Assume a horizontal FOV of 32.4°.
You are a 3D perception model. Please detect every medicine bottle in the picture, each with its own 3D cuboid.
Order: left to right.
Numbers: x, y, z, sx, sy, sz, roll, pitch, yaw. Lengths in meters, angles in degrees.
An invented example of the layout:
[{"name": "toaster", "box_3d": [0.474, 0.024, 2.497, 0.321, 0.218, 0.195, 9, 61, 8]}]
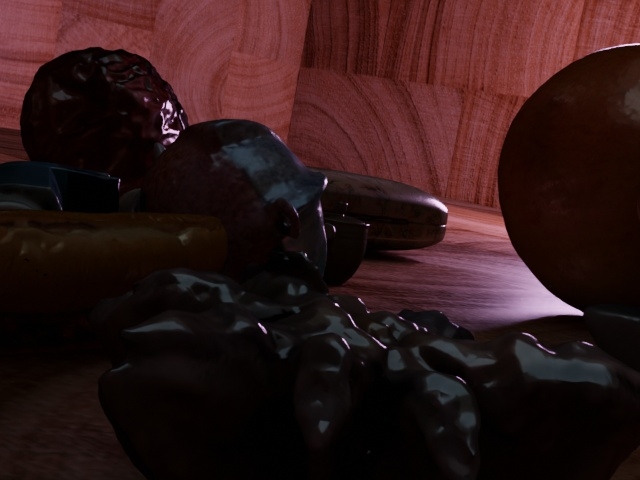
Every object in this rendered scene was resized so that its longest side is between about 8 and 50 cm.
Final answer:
[{"name": "medicine bottle", "box_3d": [-0.214, -0.012, 0.827, 0.124, 0.079, 0.258, 9, 6, -12]}]

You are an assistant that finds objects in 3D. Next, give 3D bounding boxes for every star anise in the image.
[{"name": "star anise", "box_3d": [0.018, 0.061, 0.457, 0.236, 0.093, 0.229, 11, 6, 23]}]

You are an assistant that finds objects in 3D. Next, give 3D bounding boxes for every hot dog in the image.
[{"name": "hot dog", "box_3d": [-0.151, 0.021, 0.639, 0.102, 0.076, 0.249, -1, 0, 34]}]

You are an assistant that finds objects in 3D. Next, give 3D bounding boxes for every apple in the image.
[{"name": "apple", "box_3d": [0.339, -0.057, 1.143, 0.299, 0.299, 0.275, 8, -4, -19]}]

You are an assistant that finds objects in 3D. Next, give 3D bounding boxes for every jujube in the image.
[{"name": "jujube", "box_3d": [-0.270, -0.141, 1.491, 0.216, 0.216, 0.342, 11, 0, 12]}]

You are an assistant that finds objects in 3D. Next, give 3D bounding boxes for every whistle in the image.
[{"name": "whistle", "box_3d": [-0.093, -0.018, 0.870, 0.142, 0.133, 0.346, 42, -17, -21]}]

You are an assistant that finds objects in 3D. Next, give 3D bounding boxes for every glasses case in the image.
[{"name": "glasses case", "box_3d": [-0.018, -0.043, 1.352, 0.425, 0.098, 0.156, 4, 6, -42]}]

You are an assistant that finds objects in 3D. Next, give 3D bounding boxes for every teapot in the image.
[{"name": "teapot", "box_3d": [0.000, 0.000, 1.061, 0.085, 0.080, 0.110, 11, 6, 8]}]

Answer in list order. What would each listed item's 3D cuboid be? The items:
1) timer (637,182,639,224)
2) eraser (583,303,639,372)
[{"name": "timer", "box_3d": [0.383, -0.004, 0.883, 0.257, 0.161, 0.250, 39, 43, -7]}, {"name": "eraser", "box_3d": [0.349, 0.106, 0.741, 0.352, 0.061, 0.089, 13, 8, 30]}]
